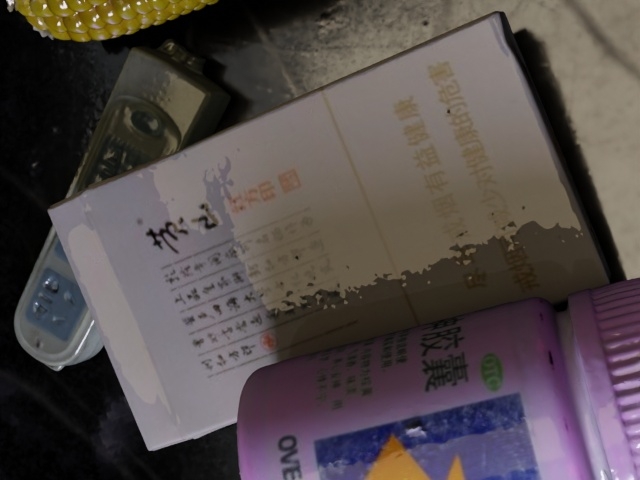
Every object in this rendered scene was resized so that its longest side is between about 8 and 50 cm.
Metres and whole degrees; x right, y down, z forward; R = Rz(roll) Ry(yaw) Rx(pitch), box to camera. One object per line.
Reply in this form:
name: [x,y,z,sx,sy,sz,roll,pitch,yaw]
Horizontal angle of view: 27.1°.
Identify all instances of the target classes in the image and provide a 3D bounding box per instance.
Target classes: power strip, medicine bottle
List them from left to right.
power strip: [-0.164,-0.021,1.048,0.080,0.048,0.286,32,102,19]
medicine bottle: [0.108,0.135,0.857,0.291,0.178,0.178,-15,85,12]

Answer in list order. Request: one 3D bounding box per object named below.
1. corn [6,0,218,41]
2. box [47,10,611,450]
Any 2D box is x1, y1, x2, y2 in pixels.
corn: [-0.064,-0.252,0.958,0.387,0.144,0.144,-19,83,21]
box: [0.000,0.000,0.955,0.365,0.051,0.204,-22,93,16]
